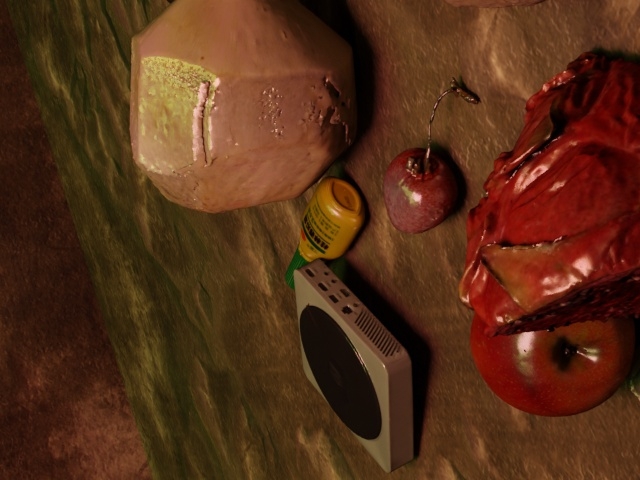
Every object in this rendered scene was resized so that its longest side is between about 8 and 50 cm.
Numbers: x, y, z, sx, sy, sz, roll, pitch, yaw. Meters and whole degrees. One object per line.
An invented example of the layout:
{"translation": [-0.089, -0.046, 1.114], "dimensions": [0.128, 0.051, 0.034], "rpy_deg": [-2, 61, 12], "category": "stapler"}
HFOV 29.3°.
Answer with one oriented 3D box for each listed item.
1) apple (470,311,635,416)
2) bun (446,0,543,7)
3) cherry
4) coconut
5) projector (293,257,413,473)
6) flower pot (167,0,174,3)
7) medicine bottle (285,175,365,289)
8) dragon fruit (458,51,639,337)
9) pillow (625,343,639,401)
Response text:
{"translation": [0.259, 0.111, 1.371], "dimensions": [0.168, 0.181, 0.181], "rpy_deg": [-114, 13, -77], "category": "apple"}
{"translation": [0.154, -0.363, 1.264], "dimensions": [0.281, 0.204, 0.282], "rpy_deg": [42, 141, 46], "category": "bun"}
{"translation": [0.145, -0.094, 1.570], "dimensions": [0.225, 0.090, 0.107], "rpy_deg": [-63, 38, 42], "category": "cherry"}
{"translation": [-0.112, -0.213, 1.717], "dimensions": [0.352, 0.352, 0.353], "rpy_deg": [38, 137, 47], "category": "coconut"}
{"translation": [0.057, 0.189, 1.878], "dimensions": [0.257, 0.079, 0.259], "rpy_deg": [46, 153, 39], "category": "projector"}
{"translation": [-0.185, -0.451, 1.829], "dimensions": [0.269, 0.269, 0.166], "rpy_deg": [28, 153, 53], "category": "flower pot"}
{"translation": [0.000, 0.000, 1.903], "dimensions": [0.095, 0.064, 0.260], "rpy_deg": [54, 149, 16], "category": "medicine bottle"}
{"translation": [0.273, -0.044, 1.261], "dimensions": [0.240, 0.302, 0.330], "rpy_deg": [55, -159, -46], "category": "dragon fruit"}
{"translation": [0.395, 0.121, 1.285], "dimensions": [0.131, 0.038, 0.233], "rpy_deg": [51, 146, 32], "category": "pillow"}
